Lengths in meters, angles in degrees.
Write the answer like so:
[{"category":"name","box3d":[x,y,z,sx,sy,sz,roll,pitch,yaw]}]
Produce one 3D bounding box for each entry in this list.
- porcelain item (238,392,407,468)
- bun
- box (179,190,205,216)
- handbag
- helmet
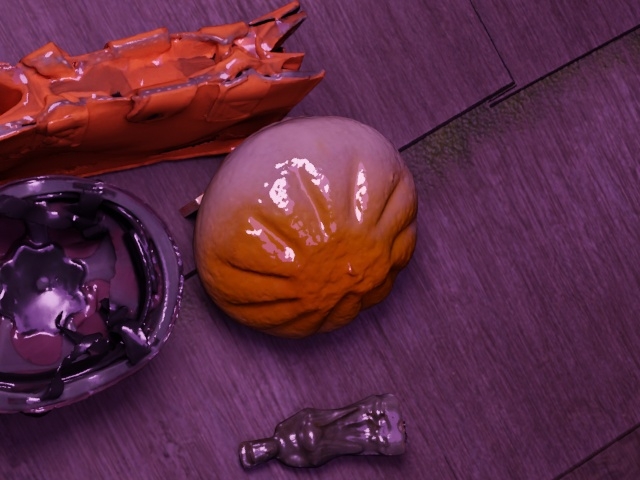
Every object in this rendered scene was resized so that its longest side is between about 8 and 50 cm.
[{"category":"porcelain item","box3d":[-0.001,0.250,1.998,0.215,0.069,0.081,-8,92,-15]},{"category":"bun","box3d":[0.000,0.000,1.908,0.299,0.165,0.299,-14,127,-20]},{"category":"box","box3d":[-0.142,-0.055,1.960,0.058,0.093,0.015,-35,94,-19]},{"category":"handbag","box3d":[-0.228,-0.159,1.831,0.410,0.303,0.116,-13,83,-20]},{"category":"helmet","box3d":[-0.336,0.055,1.825,0.338,0.197,0.271,-18,99,-12]}]
